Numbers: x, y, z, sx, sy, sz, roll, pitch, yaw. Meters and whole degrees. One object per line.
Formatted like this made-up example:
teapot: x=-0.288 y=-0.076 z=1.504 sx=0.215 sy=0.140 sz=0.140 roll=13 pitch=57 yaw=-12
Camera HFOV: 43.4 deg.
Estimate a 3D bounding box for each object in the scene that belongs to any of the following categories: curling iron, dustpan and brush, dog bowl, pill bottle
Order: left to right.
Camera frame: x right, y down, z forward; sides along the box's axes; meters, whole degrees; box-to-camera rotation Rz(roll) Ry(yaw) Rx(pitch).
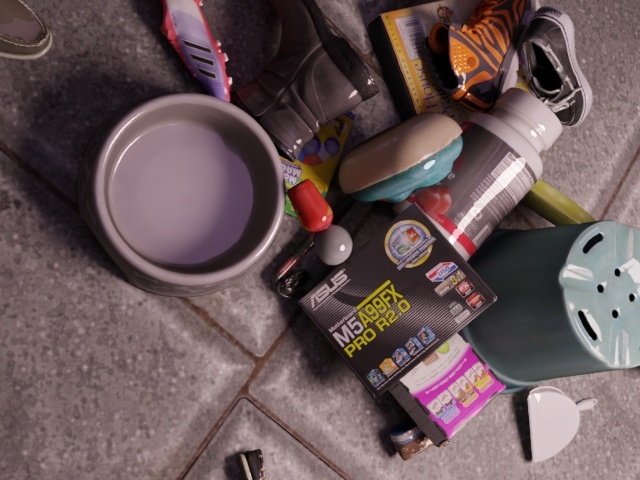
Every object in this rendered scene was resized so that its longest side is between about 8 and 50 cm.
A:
dog bowl: x=-0.215 y=-0.080 z=1.305 sx=0.349 sy=0.102 sz=0.348 roll=1 pitch=86 yaw=-19
curling iron: x=0.000 y=0.000 z=1.466 sx=0.068 sy=0.035 sz=0.274 roll=51 pitch=59 yaw=-29
pill bottle: x=0.297 y=-0.123 z=1.496 sx=0.176 sy=0.176 sz=0.318 roll=41 pitch=89 yaw=-14
dustpan and brush: x=0.497 y=0.356 z=1.641 sx=0.211 sy=0.060 sz=0.147 roll=-8 pitch=97 yaw=-21

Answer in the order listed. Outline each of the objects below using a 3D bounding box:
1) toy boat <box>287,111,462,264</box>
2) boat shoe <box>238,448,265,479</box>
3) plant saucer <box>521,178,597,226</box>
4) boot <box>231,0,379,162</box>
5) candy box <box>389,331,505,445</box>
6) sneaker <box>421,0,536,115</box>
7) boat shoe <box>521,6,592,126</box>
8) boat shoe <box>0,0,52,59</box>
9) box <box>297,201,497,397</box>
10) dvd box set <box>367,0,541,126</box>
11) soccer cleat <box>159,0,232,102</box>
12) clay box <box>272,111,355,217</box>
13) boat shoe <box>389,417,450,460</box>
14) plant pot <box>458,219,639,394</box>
toy boat: x=0.091 y=-0.091 z=1.378 sx=0.318 sy=0.267 sz=0.148 roll=-34 pitch=99 yaw=-26
boat shoe: x=-0.099 y=0.413 z=1.331 sx=0.042 sy=0.049 sz=0.132 roll=-12 pitch=82 yaw=-20
plant saucer: x=0.468 y=-0.072 z=1.631 sx=0.241 sy=0.241 sz=0.037 roll=25 pitch=110 yaw=-20
boot: x=-0.071 y=-0.315 z=1.421 sx=0.223 sy=0.118 sz=0.338 roll=-36 pitch=59 yaw=4
candy box: x=0.196 y=0.229 z=1.459 sx=0.159 sy=0.071 sz=0.233 roll=-33 pitch=77 yaw=-27
sneaker: x=0.307 y=-0.417 z=1.569 sx=0.180 sy=0.125 sz=0.321 roll=19 pitch=73 yaw=-24
boat shoe: x=0.458 y=-0.311 z=1.583 sx=0.105 sy=0.113 sz=0.306 roll=-57 pitch=147 yaw=-18
boat shoe: x=-0.553 y=-0.382 z=1.225 sx=0.305 sy=0.091 sz=0.109 roll=29 pitch=69 yaw=-19
box: x=0.131 y=0.103 z=1.380 sx=0.270 sy=0.060 sz=0.216 roll=-40 pitch=79 yaw=7
dvd box set: x=0.326 y=-0.356 z=1.674 sx=0.421 sy=0.062 sz=0.307 roll=-21 pitch=91 yaw=-28
soccer cleat: x=-0.226 y=-0.345 z=1.396 sx=0.095 sy=0.083 sz=0.247 roll=-20 pitch=90 yaw=-10
clay box: x=-0.032 y=-0.159 z=1.466 sx=0.128 sy=0.053 sz=0.222 roll=26 pitch=70 yaw=-19
boat shoe: x=0.210 y=0.348 z=1.494 sx=0.183 sy=0.066 sz=0.066 roll=-19 pitch=100 yaw=-24
plant pot: x=0.432 y=0.112 z=1.490 sx=0.341 sy=0.334 sz=0.341 roll=5 pitch=78 yaw=-26
